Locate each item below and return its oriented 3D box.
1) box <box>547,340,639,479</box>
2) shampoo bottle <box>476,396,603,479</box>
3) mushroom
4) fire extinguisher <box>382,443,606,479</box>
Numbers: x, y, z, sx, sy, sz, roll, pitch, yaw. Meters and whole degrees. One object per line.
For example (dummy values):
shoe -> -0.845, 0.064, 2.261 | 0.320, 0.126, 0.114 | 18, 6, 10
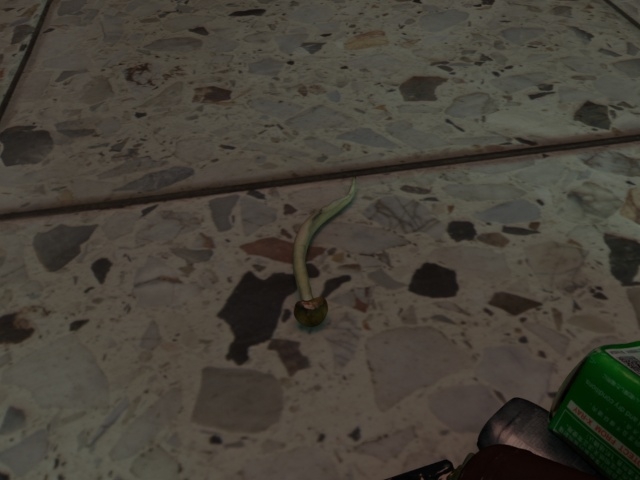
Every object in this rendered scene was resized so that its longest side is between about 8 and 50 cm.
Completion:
box -> 0.344, 0.189, 0.589 | 0.180, 0.103, 0.250 | 3, 26, -37
shampoo bottle -> 0.257, 0.235, 0.626 | 0.087, 0.049, 0.233 | -32, 47, -31
mushroom -> -0.001, 0.002, 0.938 | 0.068, 0.043, 0.306 | 17, 40, -3
fire extinguisher -> 0.180, 0.240, 0.538 | 0.138, 0.102, 0.343 | -33, 24, -33
